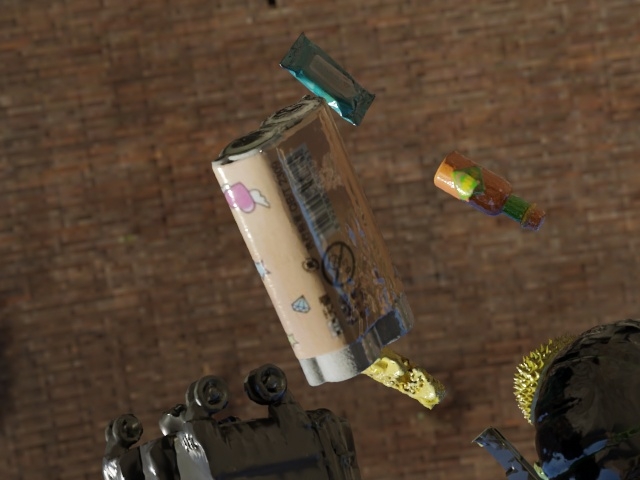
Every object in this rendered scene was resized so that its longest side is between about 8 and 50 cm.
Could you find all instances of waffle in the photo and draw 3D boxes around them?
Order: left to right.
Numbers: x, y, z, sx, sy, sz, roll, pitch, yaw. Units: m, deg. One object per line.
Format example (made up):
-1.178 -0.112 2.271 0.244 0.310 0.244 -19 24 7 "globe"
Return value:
0.082 0.189 2.330 0.250 0.056 0.261 26 176 15 "waffle"

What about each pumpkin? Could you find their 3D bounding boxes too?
0.321 0.211 1.559 0.248 0.248 0.248 -8 -173 1 "pumpkin"

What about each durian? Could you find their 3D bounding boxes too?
0.372 0.207 2.267 0.208 0.146 0.102 3 -163 -42 "durian"

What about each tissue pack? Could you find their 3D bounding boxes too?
0.009 -0.217 2.012 0.028 0.138 0.085 -37 -163 41 "tissue pack"

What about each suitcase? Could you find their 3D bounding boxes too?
-0.060 0.351 1.385 0.194 0.434 0.283 -6 167 -30 "suitcase"

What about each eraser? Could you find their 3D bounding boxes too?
0.000 0.000 1.670 0.087 0.291 0.171 -2 -152 47 "eraser"

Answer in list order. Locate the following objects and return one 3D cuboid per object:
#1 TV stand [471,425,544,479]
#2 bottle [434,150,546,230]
0.314 0.363 2.095 0.036 0.249 0.042 -44 177 13 "TV stand"
0.276 -0.074 2.376 0.187 0.069 0.069 30 -160 16 "bottle"
